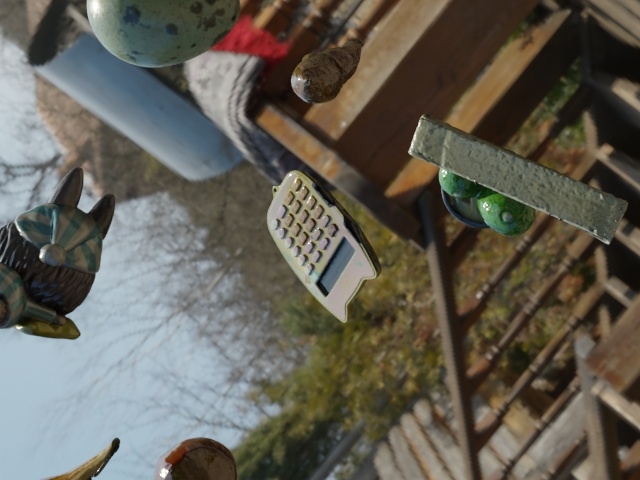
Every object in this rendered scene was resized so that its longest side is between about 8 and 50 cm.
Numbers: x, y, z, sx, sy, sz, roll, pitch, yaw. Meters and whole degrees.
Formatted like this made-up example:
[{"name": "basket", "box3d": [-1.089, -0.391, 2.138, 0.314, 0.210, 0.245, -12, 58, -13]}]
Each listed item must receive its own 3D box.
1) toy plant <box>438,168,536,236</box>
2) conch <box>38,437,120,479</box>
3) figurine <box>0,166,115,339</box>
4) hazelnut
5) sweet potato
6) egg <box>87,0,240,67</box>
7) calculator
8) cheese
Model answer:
[{"name": "toy plant", "box3d": [0.343, -0.103, 2.059, 0.218, 0.175, 0.235, 34, -164, 1]}, {"name": "conch", "box3d": [-0.462, 0.440, 1.727, 0.093, 0.330, 0.109, 45, -161, 17]}, {"name": "figurine", "box3d": [-0.624, 0.006, 2.152, 0.266, 0.378, 0.361, 18, 179, 10]}, {"name": "hazelnut", "box3d": [-0.289, 0.527, 2.191, 0.210, 0.210, 0.186, 40, 172, 20]}, {"name": "sweet potato", "box3d": [0.008, -0.220, 1.301, 0.068, 0.068, 0.226, 39, -148, 2]}, {"name": "egg", "box3d": [-0.232, -0.346, 1.477, 0.228, 0.177, 0.177, 0, -177, 2]}, {"name": "calculator", "box3d": [0.000, 0.000, 1.511, 0.033, 0.157, 0.236, -19, -119, -41]}, {"name": "cheese", "box3d": [0.345, -0.114, 1.772, 0.400, 0.085, 0.034, 27, -162, 16]}]
